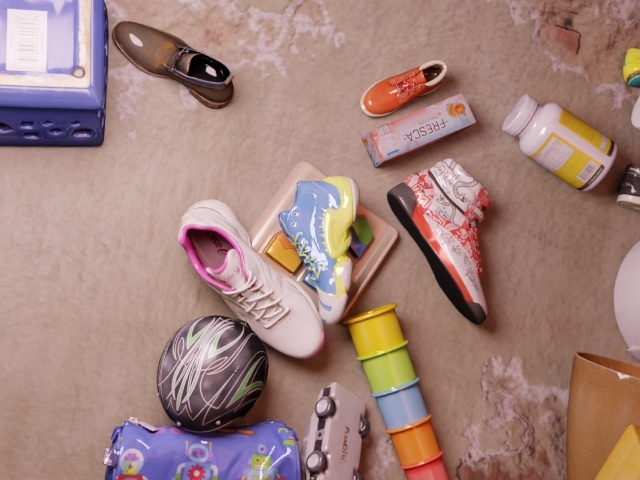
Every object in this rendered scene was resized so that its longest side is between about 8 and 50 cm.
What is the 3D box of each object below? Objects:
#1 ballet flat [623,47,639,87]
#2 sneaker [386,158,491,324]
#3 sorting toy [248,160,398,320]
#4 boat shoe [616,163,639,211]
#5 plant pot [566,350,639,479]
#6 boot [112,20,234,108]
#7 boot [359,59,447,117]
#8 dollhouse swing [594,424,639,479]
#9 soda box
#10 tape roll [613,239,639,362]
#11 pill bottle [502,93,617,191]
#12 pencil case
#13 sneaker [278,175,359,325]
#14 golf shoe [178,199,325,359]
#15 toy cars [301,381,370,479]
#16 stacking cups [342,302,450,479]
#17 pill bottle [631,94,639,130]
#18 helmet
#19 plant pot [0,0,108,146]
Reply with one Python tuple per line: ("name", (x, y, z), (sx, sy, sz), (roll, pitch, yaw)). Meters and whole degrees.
("ballet flat", (0.655, -0.313, 1.983), (0.230, 0.077, 0.077), (3, 65, -11))
("sneaker", (0.240, -0.006, 1.822), (0.145, 0.090, 0.270), (-32, 88, -14))
("sorting toy", (0.000, 0.000, 1.790), (0.208, 0.038, 0.193), (36, 75, -6))
("boat shoe", (0.640, -0.076, 1.934), (0.233, 0.084, 0.079), (14, 79, -8))
("plant pot", (0.498, 0.336, 1.779), (0.237, 0.237, 0.254), (14, 93, -11))
("boot", (-0.228, -0.296, 1.743), (0.219, 0.106, 0.082), (30, 76, -8))
("boot", (0.140, -0.260, 1.841), (0.158, 0.084, 0.059), (-27, 90, -14))
("dollhouse swing", (0.589, 0.496, 1.605), (0.346, 0.305, 0.315), (19, 106, -28))
("soda box", (0.165, -0.185, 1.845), (0.183, 0.063, 0.058), (-23, 88, -15))
("tape roll", (0.659, 0.107, 1.903), (0.286, 0.100, 0.286), (2, 82, -14))
("pill bottle", (0.408, -0.171, 1.882), (0.184, 0.103, 0.103), (32, 76, -7))
("pencil case", (-0.177, 0.334, 1.653), (0.306, 0.119, 0.133), (3, 94, -14))
("sneaker", (-0.010, 0.012, 1.734), (0.126, 0.091, 0.240), (7, 76, -4))
("golf shoe", (-0.115, 0.073, 1.689), (0.115, 0.140, 0.306), (-43, 92, 10))
("toy cars", (0.046, 0.423, 1.708), (0.176, 0.087, 0.394), (-14, 83, -53))
("stacking cups", (0.126, 0.264, 1.764), (0.096, 0.096, 0.316), (-18, 91, -16))
("pill bottle", (0.712, -0.175, 1.914), (0.318, 0.176, 0.176), (30, 76, -10))
("helmet", (-0.164, 0.196, 1.634), (0.169, 0.161, 0.169), (1, 91, 23))
("plant pot", (-0.431, -0.277, 1.637), (0.235, 0.212, 0.236), (1, 81, -14))
